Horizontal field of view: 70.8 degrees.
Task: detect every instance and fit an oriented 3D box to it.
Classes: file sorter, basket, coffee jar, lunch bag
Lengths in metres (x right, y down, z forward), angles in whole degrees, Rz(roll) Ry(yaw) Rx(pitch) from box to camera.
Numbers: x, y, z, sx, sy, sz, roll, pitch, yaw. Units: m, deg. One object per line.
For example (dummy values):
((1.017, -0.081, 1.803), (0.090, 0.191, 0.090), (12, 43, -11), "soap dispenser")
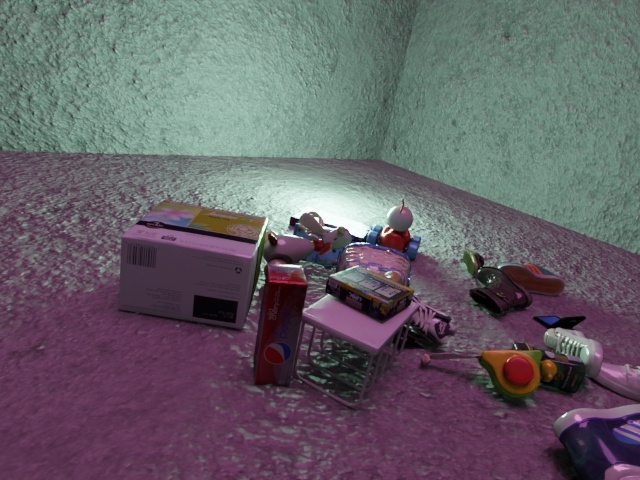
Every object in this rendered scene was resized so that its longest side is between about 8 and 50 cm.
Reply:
((0.088, 0.237, 1.098), (0.193, 0.173, 0.278), (21, 22, 25), "file sorter")
((0.162, 0.108, 1.433), (0.255, 0.201, 0.289), (13, 21, 8), "basket")
((0.603, 0.342, 1.218), (0.184, 0.096, 0.079), (14, 18, 6), "coffee jar")
((0.000, 0.000, 1.776), (0.221, 0.138, 0.293), (11, 8, -3), "lunch bag")

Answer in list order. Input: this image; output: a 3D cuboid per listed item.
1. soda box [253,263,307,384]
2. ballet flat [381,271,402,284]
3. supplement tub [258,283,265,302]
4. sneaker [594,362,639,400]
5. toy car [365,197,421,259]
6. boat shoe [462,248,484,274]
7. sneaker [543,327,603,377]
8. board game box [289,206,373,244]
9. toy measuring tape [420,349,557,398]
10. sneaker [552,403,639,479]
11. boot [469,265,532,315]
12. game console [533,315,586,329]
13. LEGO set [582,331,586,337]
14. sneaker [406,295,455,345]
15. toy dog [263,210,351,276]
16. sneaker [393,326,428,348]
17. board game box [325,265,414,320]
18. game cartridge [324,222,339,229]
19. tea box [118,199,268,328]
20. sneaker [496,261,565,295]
((-0.093, 0.188, 0.996), (0.083, 0.263, 0.092), (5, 21, -12), "soda box")
((0.126, 0.164, 1.262), (0.080, 0.232, 0.073), (51, 15, -1), "ballet flat")
((-0.127, 0.152, 1.347), (0.071, 0.071, 0.107), (24, 24, 29), "supplement tub")
((0.923, 0.363, 1.241), (0.292, 0.169, 0.108), (18, 23, 20), "sneaker")
((0.339, -0.071, 1.942), (0.219, 0.238, 0.210), (17, 21, 12), "toy car")
((0.666, 0.089, 1.931), (0.073, 0.080, 0.223), (8, 16, 5), "boat shoe")
((0.730, 0.323, 1.322), (0.123, 0.106, 0.290), (11, 3, 14), "sneaker")
((0.054, -0.067, 2.051), (0.347, 0.056, 0.208), (17, 17, 14), "board game box")
((0.428, 0.343, 1.144), (0.330, 0.121, 0.121), (-3, 19, 8), "toy measuring tape")
((0.660, 0.467, 0.915), (0.323, 0.130, 0.236), (9, 30, -20), "sneaker")
((0.629, 0.179, 1.661), (0.229, 0.091, 0.263), (-2, 27, -34), "boot")
((0.835, 0.270, 1.573), (0.122, 0.107, 0.071), (1, 52, -25), "game console")
((0.874, 0.323, 1.518), (0.054, 0.023, 0.083), (22, 23, 24), "LEGO set")
((0.298, 0.223, 1.265), (0.153, 0.094, 0.235), (21, -14, 41), "sneaker")
((-0.063, -0.004, 1.485), (0.334, 0.161, 0.220), (-36, 64, -24), "toy dog")
((0.211, 0.263, 1.261), (0.170, 0.051, 0.089), (14, 17, -30), "sneaker")
((0.121, 0.124, 1.101), (0.170, 0.048, 0.141), (23, 21, 33), "board game box")
((0.030, -0.056, 1.740), (0.083, 0.017, 0.056), (13, 2, 43), "game cartridge")
((-0.340, 0.054, 1.273), (0.329, 0.220, 0.323), (10, 20, -4), "tea box")
((0.842, 0.147, 1.855), (0.302, 0.108, 0.121), (16, 19, -12), "sneaker")
